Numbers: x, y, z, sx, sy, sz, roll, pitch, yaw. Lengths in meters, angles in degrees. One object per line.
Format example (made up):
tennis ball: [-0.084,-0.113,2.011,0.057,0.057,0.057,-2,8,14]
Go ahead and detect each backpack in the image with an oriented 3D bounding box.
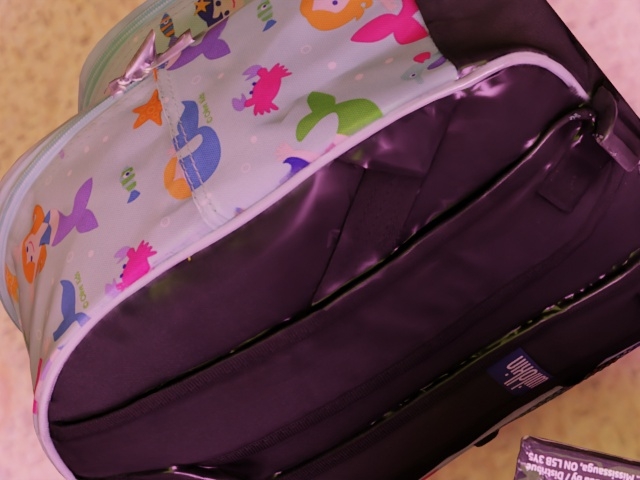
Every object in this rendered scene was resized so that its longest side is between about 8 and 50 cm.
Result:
backpack: [0.000,0.000,0.776,0.253,0.225,0.191,-39,49,10]

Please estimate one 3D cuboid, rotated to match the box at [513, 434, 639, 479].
box: [0.152,0.161,0.681,0.163,0.247,0.142,11,83,18]
